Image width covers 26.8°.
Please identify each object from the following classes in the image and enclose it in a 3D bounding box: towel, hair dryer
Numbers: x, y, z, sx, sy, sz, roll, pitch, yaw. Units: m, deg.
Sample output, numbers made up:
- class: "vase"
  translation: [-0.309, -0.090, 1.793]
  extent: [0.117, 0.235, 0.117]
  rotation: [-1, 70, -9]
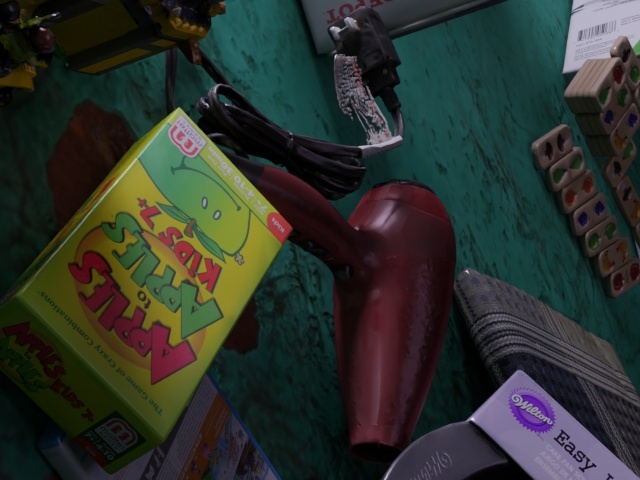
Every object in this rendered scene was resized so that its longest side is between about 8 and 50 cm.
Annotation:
- class: "towel"
  translation: [0.234, 0.190, 1.106]
  extent: [0.324, 0.056, 0.312]
  rotation: [26, 34, -54]
- class: "hair dryer"
  translation: [0.000, 0.000, 0.848]
  extent: [0.223, 0.080, 0.293]
  rotation: [-21, 90, -46]

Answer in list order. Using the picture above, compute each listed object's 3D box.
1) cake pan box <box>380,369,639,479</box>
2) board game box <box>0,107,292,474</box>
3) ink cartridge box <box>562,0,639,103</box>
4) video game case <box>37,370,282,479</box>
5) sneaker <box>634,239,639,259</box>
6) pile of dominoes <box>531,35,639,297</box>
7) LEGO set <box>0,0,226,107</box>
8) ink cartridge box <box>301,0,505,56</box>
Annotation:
- class: "cake pan box"
  translation: [0.134, 0.229, 0.778]
  extent: [0.267, 0.070, 0.246]
  rotation: [44, 42, 12]
- class: "board game box"
  translation: [-0.085, 0.018, 0.659]
  extent: [0.092, 0.043, 0.181]
  rotation: [47, 35, -13]
- class: "ink cartridge box"
  translation: [0.364, -0.235, 1.511]
  extent: [0.087, 0.153, 0.208]
  rotation: [58, 33, -33]
- class: "video game case"
  translation: [-0.072, 0.121, 0.689]
  extent: [0.166, 0.015, 0.119]
  rotation: [59, 31, -26]
- class: "sneaker"
  translation: [0.430, 0.061, 1.548]
  extent: [0.080, 0.094, 0.212]
  rotation: [-16, 91, -63]
- class: "pile of dominoes"
  translation: [0.323, -0.070, 1.394]
  extent: [0.196, 0.040, 0.251]
  rotation: [-53, 126, -27]
- class: "LEGO set"
  translation: [-0.090, -0.232, 0.535]
  extent: [0.255, 0.192, 0.331]
  rotation: [16, 64, -58]
- class: "ink cartridge box"
  translation: [0.048, -0.252, 0.941]
  extent: [0.093, 0.154, 0.212]
  rotation: [-21, 95, -64]
